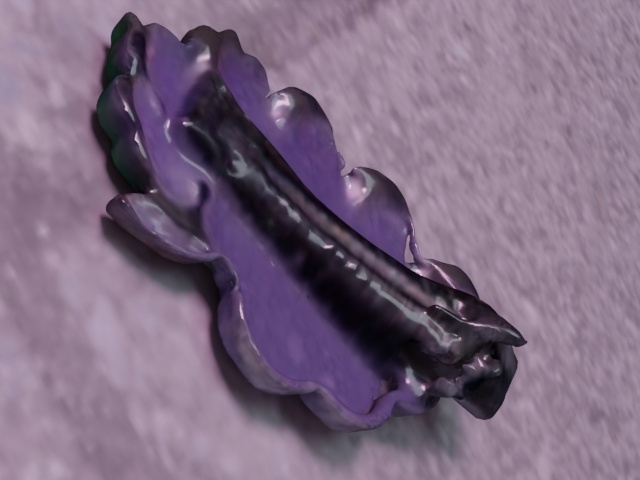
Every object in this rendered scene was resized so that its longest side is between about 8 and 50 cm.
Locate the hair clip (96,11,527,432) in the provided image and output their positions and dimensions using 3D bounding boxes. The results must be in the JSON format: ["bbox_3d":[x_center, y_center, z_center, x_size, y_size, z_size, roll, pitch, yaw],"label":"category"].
[{"bbox_3d":[0.001,-0.001,0.520,0.195,0.052,0.124,42,33,-25],"label":"hair clip"}]
